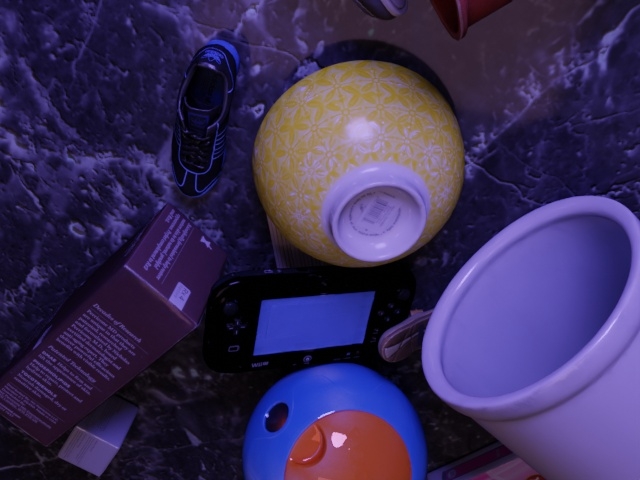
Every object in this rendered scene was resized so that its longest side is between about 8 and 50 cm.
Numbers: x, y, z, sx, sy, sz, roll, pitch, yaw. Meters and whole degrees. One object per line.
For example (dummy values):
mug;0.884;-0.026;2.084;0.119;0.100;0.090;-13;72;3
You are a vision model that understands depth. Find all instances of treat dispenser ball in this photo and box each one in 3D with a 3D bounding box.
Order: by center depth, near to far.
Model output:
treat dispenser ball;0.022;0.333;1.041;0.288;0.288;0.288;3;120;6

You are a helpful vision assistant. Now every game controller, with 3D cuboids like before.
game controller;-0.012;0.112;0.972;0.319;0.067;0.167;-3;114;-22

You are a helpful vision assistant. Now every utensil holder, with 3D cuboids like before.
utensil holder;0.384;0.187;0.898;0.385;0.328;0.327;42;116;-19

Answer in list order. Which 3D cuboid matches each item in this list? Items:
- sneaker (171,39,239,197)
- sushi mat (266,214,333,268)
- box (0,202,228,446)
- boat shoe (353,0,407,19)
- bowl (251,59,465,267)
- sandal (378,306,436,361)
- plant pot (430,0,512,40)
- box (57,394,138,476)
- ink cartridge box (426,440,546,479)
sneaker;-0.165;-0.151;0.903;0.081;0.090;0.232;15;120;-1
sushi mat;0.000;0.000;1.010;0.151;0.019;0.317;-3;119;10
box;-0.329;0.134;1.028;0.381;0.191;0.143;-37;109;23
boat shoe;-0.016;-0.389;0.750;0.095;0.112;0.335;-21;110;37
bowl;0.061;-0.064;0.849;0.289;0.156;0.290;-5;125;-6
sandal;0.142;0.134;1.005;0.049;0.180;0.072;25;115;42
plant pot;0.206;-0.379;0.646;0.265;0.272;0.272;-23;114;10
box;-0.400;0.345;1.208;0.087;0.101;0.102;31;120;-10
ink cartridge box;0.385;0.412;1.172;0.371;0.069;0.176;-35;110;21
